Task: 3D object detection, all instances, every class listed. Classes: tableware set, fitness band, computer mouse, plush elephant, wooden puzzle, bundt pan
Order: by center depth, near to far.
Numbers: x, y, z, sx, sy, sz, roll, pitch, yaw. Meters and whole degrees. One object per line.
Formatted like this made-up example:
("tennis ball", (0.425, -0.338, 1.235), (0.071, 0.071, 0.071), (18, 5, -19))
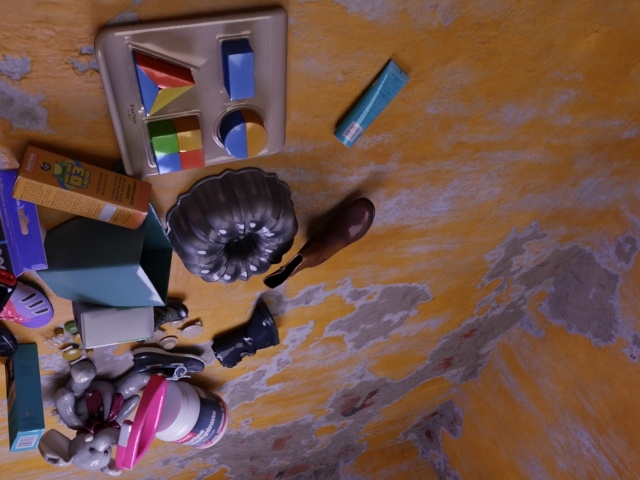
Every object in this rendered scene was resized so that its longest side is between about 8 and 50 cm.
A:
("wooden puzzle", (-0.215, -0.256, 1.062), (0.348, 0.080, 0.322), (-17, 141, -19))
("computer mouse", (-0.778, 0.195, 1.311), (0.071, 0.041, 0.242), (-2, 136, -2))
("bundt pan", (-0.199, -0.012, 1.357), (0.331, 0.124, 0.330), (-18, 144, -14))
("tableware set", (-0.657, 0.270, 1.493), (0.104, 0.024, 0.154), (-27, 144, -7))
("fitness band", (-0.504, 0.522, 1.600), (0.054, 0.209, 0.290), (20, 113, 3))
("plush elephant", (-0.653, 0.539, 1.626), (0.330, 0.255, 0.272), (-40, 143, 17))
("tableware set", (-0.434, 0.270, 1.641), (0.169, 0.020, 0.141), (-29, 143, 3))

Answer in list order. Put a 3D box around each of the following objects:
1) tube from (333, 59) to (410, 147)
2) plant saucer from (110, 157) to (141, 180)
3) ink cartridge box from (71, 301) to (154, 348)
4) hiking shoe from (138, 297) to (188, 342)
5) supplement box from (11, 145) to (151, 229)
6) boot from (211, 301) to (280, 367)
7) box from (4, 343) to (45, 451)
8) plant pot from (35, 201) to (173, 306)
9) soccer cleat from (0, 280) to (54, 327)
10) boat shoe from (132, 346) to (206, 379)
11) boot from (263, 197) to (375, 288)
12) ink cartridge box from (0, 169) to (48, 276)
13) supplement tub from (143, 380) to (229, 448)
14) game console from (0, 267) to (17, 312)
("tube", (0.114, -0.305, 1.269), (0.207, 0.052, 0.080), (-48, 145, 17))
("plant saucer", (-0.411, -0.126, 1.165), (0.192, 0.018, 0.067), (-39, 143, 17))
("ink cartridge box", (-0.489, 0.168, 1.308), (0.153, 0.208, 0.086), (-5, 103, -28))
("hiking shoe", (-0.456, 0.223, 1.484), (0.227, 0.114, 0.086), (-3, 138, -31))
("supplement box", (-0.451, -0.097, 1.070), (0.234, 0.077, 0.080), (15, 146, -28))
("boot", (-0.238, 0.305, 1.749), (0.207, 0.094, 0.246), (-24, 151, -13))
("box", (-0.735, 0.384, 1.387), (0.060, 0.244, 0.100), (7, 132, -38))
("plant pot", (-0.462, 0.043, 1.200), (0.235, 0.165, 0.165), (-7, 142, 2))
("soccer cleat", (-0.690, 0.130, 1.210), (0.109, 0.116, 0.318), (-24, 144, -5))
("boat shoe", (-0.454, 0.382, 1.699), (0.095, 0.079, 0.255), (-25, 148, 26))
("boot", (0.000, 0.000, 1.440), (0.264, 0.096, 0.280), (-34, 176, 28))
("ink cartridge box", (-0.636, -0.021, 1.038), (0.209, 0.045, 0.206), (-11, 107, -23))
("supplement tub", (-0.450, 0.579, 1.867), (0.191, 0.191, 0.272), (-33, 145, 7))
("game console", (-0.781, 0.127, 1.000), (0.342, 0.060, 0.386), (18, 132, -37))
